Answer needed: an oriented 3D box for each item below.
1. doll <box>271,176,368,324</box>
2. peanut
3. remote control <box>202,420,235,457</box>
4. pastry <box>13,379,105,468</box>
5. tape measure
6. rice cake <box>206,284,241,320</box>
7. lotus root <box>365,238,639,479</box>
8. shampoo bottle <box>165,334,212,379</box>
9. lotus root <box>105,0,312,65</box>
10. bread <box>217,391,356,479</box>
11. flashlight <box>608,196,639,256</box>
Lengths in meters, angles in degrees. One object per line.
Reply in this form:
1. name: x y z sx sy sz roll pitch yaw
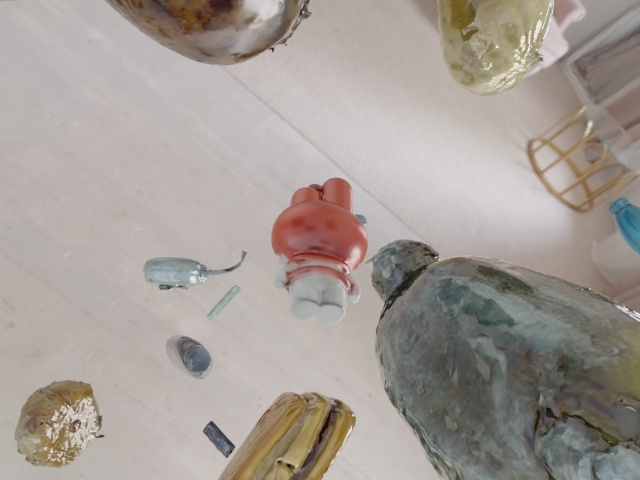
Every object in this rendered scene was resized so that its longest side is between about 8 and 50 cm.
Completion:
1. doll: 0.000 0.000 0.983 0.160 0.130 0.291 9 45 -7
2. peanut: 0.193 -0.278 0.684 0.129 0.129 0.225 -11 95 -45
3. remote control: -0.246 0.478 1.465 0.096 0.039 0.014 39 3 26
4. pastry: -0.451 0.315 1.054 0.153 0.081 0.154 -19 117 -42
5. tape measure: -0.310 0.078 1.498 0.164 0.330 0.084 1 85 -44
6. rice cake: -0.259 0.167 1.633 0.022 0.121 0.021 40 8 -23
7. lotus root: 0.142 0.103 0.441 0.174 0.175 0.349 21 11 -28
8. shampoo bottle: -0.243 0.215 1.126 0.049 0.233 0.087 -34 94 -21
9. lotus root: -0.110 -0.249 0.518 0.314 0.169 0.141 21 29 -54
10. bread: -0.051 0.236 0.612 0.077 0.116 0.200 38 71 -3
11. flashlight: 0.392 0.003 0.728 0.051 0.051 0.129 2 49 -40
